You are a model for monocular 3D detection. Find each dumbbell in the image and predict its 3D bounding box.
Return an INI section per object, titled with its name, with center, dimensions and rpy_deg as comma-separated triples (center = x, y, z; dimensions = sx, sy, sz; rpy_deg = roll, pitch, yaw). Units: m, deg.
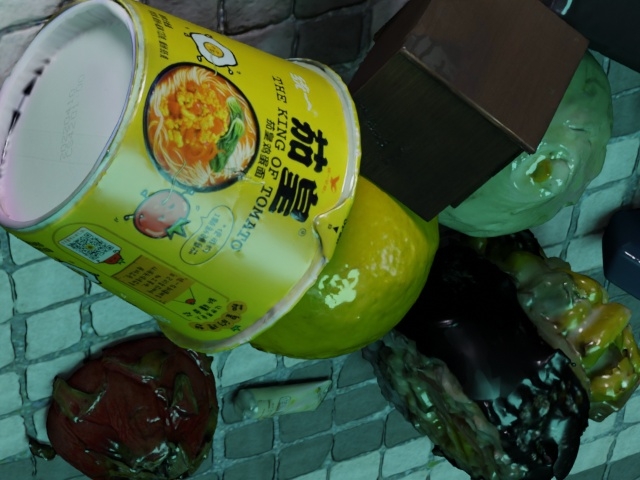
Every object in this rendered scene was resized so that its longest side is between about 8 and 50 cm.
[dumbbell]
center = 0.474, -0.067, 2.326
dimensions = 0.144, 0.156, 0.316
rpy_deg = 13, 130, -5

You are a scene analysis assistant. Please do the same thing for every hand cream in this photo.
[hand cream]
center = -0.050, 0.210, 2.364
dimensions = 0.143, 0.039, 0.061
rpy_deg = -3, 132, -38

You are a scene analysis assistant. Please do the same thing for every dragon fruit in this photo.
[dragon fruit]
center = -0.211, 0.237, 2.190
dimensions = 0.224, 0.148, 0.218
rpy_deg = 2, 132, -35

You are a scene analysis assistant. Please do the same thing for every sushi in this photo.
[sushi]
center = 0.226, 0.115, 2.241
dimensions = 0.285, 0.328, 0.328
rpy_deg = -39, 130, -13

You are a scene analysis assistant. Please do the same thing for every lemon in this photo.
[lemon]
center = 0.001, -0.001, 1.972
dimensions = 0.260, 0.260, 0.284
rpy_deg = -48, -176, 20

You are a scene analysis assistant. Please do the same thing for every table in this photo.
[table]
center = 0.134, -0.152, 1.846
dimensions = 0.172, 0.169, 0.193
rpy_deg = 37, 143, -9

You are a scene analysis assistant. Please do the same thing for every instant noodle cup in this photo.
[instant noodle cup]
center = -0.158, -0.080, 1.772
dimensions = 0.254, 0.325, 0.325
rpy_deg = 27, 115, -37

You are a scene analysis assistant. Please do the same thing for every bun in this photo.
[bun]
center = 0.227, -0.102, 2.089
dimensions = 0.283, 0.179, 0.283
rpy_deg = -21, 143, -16

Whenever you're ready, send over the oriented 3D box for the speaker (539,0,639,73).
[speaker]
center = 0.340, -0.299, 1.959
dimensions = 0.388, 0.180, 0.184
rpy_deg = 18, 116, -44
